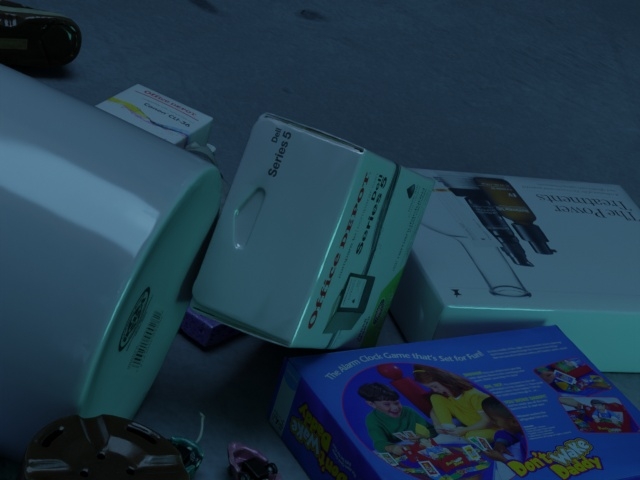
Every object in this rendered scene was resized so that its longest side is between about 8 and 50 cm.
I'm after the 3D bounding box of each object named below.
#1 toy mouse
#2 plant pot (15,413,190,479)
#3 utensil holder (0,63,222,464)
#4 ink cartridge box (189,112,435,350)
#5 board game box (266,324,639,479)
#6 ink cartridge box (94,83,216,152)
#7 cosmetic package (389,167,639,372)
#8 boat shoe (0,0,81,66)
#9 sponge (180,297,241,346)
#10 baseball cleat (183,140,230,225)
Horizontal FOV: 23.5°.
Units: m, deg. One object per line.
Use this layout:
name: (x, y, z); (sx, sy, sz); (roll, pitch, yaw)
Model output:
toy mouse: (-0.096, 0.212, 1.385); (0.161, 0.031, 0.143); (3, 33, -24)
plant pot: (-0.178, 0.233, 1.174); (0.167, 0.165, 0.167); (13, 29, -7)
utensil holder: (-0.320, -0.003, 1.336); (0.385, 0.328, 0.327); (23, 30, 7)
ink cartridge box: (0.000, 0.000, 1.516); (0.114, 0.198, 0.273); (21, 3, 18)
board game box: (0.156, 0.195, 1.501); (0.347, 0.078, 0.233); (-4, 36, -33)
ink cartridge box: (-0.211, -0.125, 1.849); (0.115, 0.067, 0.198); (26, 30, 15)
cosmetic package: (0.246, 0.033, 1.807); (0.377, 0.097, 0.284); (3, 36, -24)
boat shoe: (-0.441, -0.269, 1.962); (0.257, 0.095, 0.095); (8, 17, -27)
sponge: (-0.158, 0.034, 1.648); (0.210, 0.031, 0.117); (34, 33, 25)
baseball cleat: (-0.152, -0.057, 1.720); (0.109, 0.072, 0.206); (54, 25, 4)
